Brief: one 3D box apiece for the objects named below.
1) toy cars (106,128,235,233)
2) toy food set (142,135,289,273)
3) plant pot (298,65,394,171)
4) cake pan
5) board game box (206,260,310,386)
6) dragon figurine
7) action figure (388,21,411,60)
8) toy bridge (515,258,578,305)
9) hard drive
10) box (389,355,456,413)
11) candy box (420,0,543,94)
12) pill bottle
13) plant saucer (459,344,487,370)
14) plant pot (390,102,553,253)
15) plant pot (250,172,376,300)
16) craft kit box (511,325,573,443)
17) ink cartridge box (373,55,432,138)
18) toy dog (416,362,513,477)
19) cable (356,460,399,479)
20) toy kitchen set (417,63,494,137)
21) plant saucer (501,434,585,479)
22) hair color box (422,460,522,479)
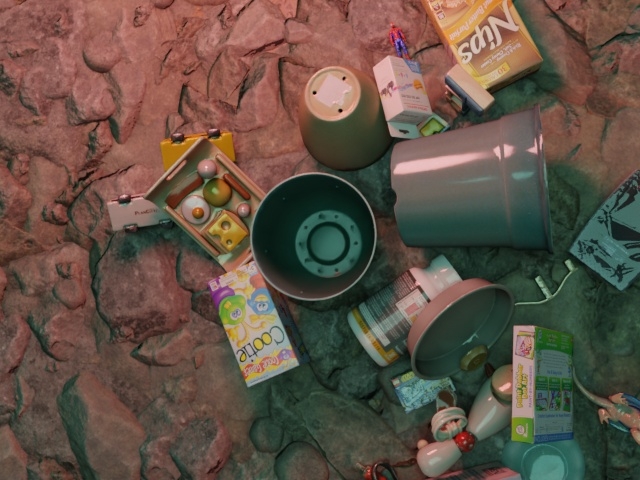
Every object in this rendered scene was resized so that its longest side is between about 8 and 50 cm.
[{"bbox_3d":[-0.392,-0.162,1.901,0.176,0.087,0.393,40,96,-24],"label":"toy cars"},{"bbox_3d":[-0.263,-0.083,1.837,0.306,0.092,0.220,44,94,-9],"label":"toy food set"},{"bbox_3d":[0.049,-0.318,1.745,0.257,0.274,0.256,-1,85,10],"label":"plant pot"},{"bbox_3d":[0.318,0.202,1.672,0.293,0.293,0.054,-43,50,4],"label":"cake pan"},{"bbox_3d":[-0.153,0.205,1.803,0.142,0.144,0.275,-25,81,8],"label":"board game box"},{"bbox_3d":[0.706,0.402,1.668,0.289,0.144,0.085,29,93,30],"label":"dragon figurine"},{"bbox_3d":[0.202,-0.509,1.859,0.038,0.030,0.115,-21,80,13],"label":"action figure"},{"bbox_3d":[0.540,0.114,1.751,0.188,0.026,0.063,-30,84,6],"label":"toy bridge"},{"bbox_3d":[0.729,-0.023,1.715,0.172,0.054,0.254,39,93,10],"label":"hard drive"},{"bbox_3d":[0.252,0.354,1.780,0.137,0.027,0.094,-27,83,7],"label":"box"},{"bbox_3d":[0.394,-0.528,1.796,0.183,0.087,0.316,-26,81,7],"label":"candy box"},{"bbox_3d":[0.216,0.164,1.734,0.278,0.162,0.162,-35,81,6],"label":"pill bottle"},{"bbox_3d":[0.372,0.287,1.738,0.083,0.083,0.015,-42,51,4],"label":"plant saucer"},{"bbox_3d":[0.350,-0.121,1.667,0.334,0.341,0.341,-6,84,17],"label":"plant pot"},{"bbox_3d":[0.000,0.000,1.747,0.293,0.235,0.292,-1,85,9],"label":"plant pot"},{"bbox_3d":[0.502,0.323,1.620,0.061,0.250,0.246,-1,79,38],"label":"craft kit box"},{"bbox_3d":[0.199,-0.335,1.704,0.062,0.104,0.181,-28,70,48],"label":"ink cartridge box"},{"bbox_3d":[0.351,0.395,1.689,0.334,0.161,0.220,-16,124,-20],"label":"toy dog"},{"bbox_3d":[0.193,0.645,1.769,0.287,0.072,0.139,31,74,-1],"label":"cable"},{"bbox_3d":[0.311,-0.294,1.731,0.166,0.207,0.122,-44,79,4],"label":"toy kitchen set"},{"bbox_3d":[0.530,0.535,1.714,0.195,0.037,0.194,-1,86,9],"label":"plant saucer"},{"bbox_3d":[0.265,0.614,1.640,0.375,0.185,0.113,-14,83,-4],"label":"hair color box"}]
